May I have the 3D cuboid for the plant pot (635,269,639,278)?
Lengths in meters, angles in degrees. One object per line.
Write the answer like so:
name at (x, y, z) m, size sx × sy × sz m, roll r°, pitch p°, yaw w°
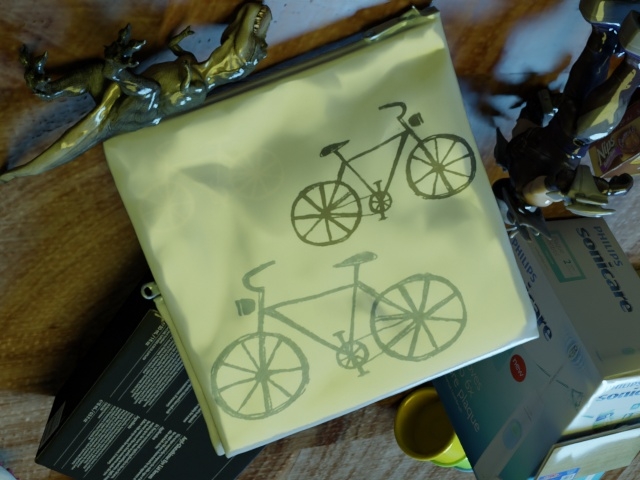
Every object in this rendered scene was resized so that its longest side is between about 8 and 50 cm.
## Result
plant pot at (0.420, 0.089, 1.601) m, size 0.081 × 0.083 × 0.081 m, roll -12°, pitch 146°, yaw -17°

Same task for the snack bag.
snack bag at (0.000, 0.000, 1.136) m, size 0.323 × 0.037 × 0.342 m, roll -21°, pitch 112°, yaw -2°

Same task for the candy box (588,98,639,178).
candy box at (0.377, -0.109, 1.301) m, size 0.187 × 0.053 × 0.109 m, roll -5°, pitch 166°, yaw -22°

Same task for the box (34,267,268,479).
box at (-0.142, 0.153, 1.288) m, size 0.184 × 0.103 × 0.261 m, roll 29°, pitch 126°, yaw -17°

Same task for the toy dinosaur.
toy dinosaur at (-0.162, -0.116, 0.999) m, size 0.268 × 0.064 × 0.118 m, roll -26°, pitch 153°, yaw 10°

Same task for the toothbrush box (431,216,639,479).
toothbrush box at (0.262, 0.148, 1.472) m, size 0.126 × 0.216 × 0.295 m, roll -5°, pitch 143°, yaw -26°

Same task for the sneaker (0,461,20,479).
sneaker at (-0.453, 0.292, 1.343) m, size 0.299 × 0.112 × 0.121 m, roll 5°, pitch 138°, yaw -36°

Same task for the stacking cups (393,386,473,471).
stacking cups at (0.214, 0.282, 1.736) m, size 0.096 × 0.096 × 0.316 m, roll -35°, pitch 144°, yaw 17°

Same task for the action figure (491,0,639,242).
action figure at (0.237, -0.111, 1.148) m, size 0.099 × 0.185 × 0.285 m, roll 13°, pitch 126°, yaw -24°

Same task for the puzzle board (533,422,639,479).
puzzle board at (0.297, 0.233, 1.407) m, size 0.128 × 0.011 × 0.096 m, roll -10°, pitch 145°, yaw -18°
